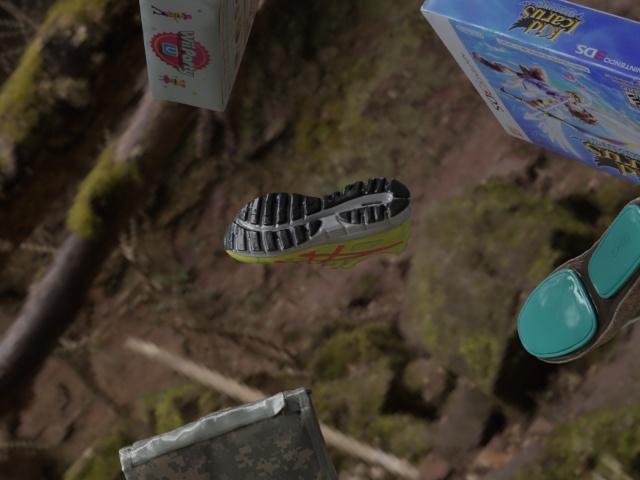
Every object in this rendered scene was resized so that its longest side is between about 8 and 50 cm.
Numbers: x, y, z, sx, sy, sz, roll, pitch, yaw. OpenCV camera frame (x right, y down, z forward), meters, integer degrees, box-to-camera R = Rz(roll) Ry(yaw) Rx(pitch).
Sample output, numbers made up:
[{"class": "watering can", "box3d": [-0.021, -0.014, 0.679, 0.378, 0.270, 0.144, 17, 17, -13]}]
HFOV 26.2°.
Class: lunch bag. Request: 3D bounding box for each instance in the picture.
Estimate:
[{"class": "lunch bag", "box3d": [-0.096, 0.302, 1.674, 0.235, 0.169, 0.287, -17, -49, -2]}]

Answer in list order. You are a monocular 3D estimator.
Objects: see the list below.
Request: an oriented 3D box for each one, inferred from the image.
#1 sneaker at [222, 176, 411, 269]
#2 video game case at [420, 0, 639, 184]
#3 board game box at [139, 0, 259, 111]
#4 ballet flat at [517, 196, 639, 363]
[{"class": "sneaker", "box3d": [0.000, 0.000, 1.464, 0.094, 0.209, 0.081, 69, -162, -49]}, {"class": "video game case", "box3d": [0.259, -0.148, 1.369, 0.061, 0.269, 0.244, -56, -40, -8]}, {"class": "board game box", "box3d": [-0.113, -0.336, 1.577, 0.224, 0.098, 0.303, 96, -173, -63]}, {"class": "ballet flat", "box3d": [0.331, 0.051, 1.524, 0.106, 0.107, 0.316, -6, -23, -24]}]
